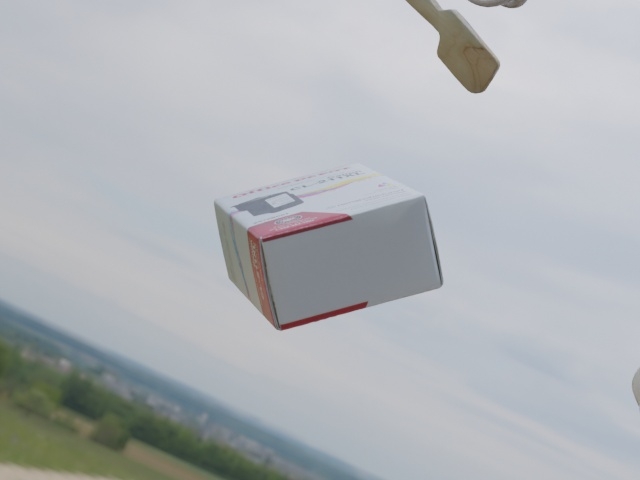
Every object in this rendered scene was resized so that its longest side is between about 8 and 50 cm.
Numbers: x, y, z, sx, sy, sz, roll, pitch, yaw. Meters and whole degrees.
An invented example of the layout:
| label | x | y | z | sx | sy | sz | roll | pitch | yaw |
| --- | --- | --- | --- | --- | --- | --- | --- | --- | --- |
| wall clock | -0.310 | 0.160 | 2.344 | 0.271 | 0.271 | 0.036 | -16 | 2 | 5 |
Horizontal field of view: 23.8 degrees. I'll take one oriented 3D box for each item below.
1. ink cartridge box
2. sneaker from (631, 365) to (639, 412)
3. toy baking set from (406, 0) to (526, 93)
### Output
| label | x | y | z | sx | sy | sz | roll | pitch | yaw |
| --- | --- | --- | --- | --- | --- | --- | --- | --- | --- |
| ink cartridge box | 0.000 | 0.000 | 1.139 | 0.127 | 0.072 | 0.175 | -15 | 14 | -12 |
| sneaker | 0.311 | 0.105 | 0.773 | 0.305 | 0.152 | 0.114 | -16 | -30 | 35 |
| toy baking set | 0.060 | -0.226 | 0.922 | 0.030 | 0.256 | 0.196 | -11 | 25 | -40 |
